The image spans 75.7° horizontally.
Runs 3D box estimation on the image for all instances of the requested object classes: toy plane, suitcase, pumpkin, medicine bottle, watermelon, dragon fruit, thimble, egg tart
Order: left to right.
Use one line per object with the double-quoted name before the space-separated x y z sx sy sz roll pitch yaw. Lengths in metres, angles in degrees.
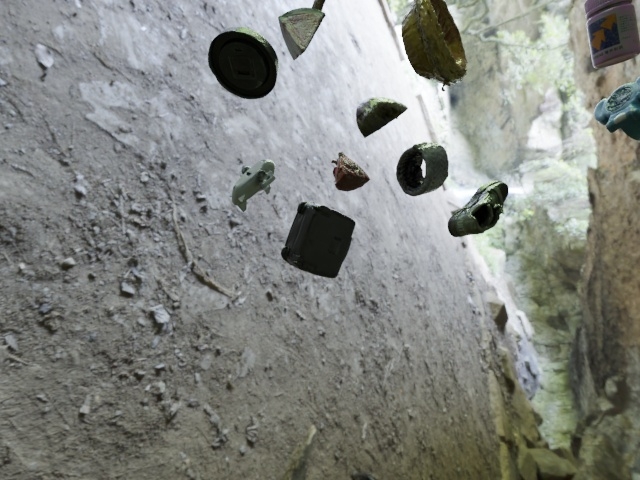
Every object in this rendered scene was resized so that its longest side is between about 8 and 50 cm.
"toy plane" -0.276 -0.237 1.713 0.117 0.244 0.245 52 34 -36
"watermelon" -0.057 -0.828 1.671 0.136 0.207 0.202 12 62 -67
"suitcase" 0.000 0.000 2.080 0.339 0.188 0.345 20 88 -38
"dragon fruit" 0.134 -0.385 2.304 0.262 0.134 0.212 4 58 -50
"pumpkin" 0.272 -0.584 1.816 0.148 0.169 0.312 53 39 -14
"thimble" 0.483 -0.338 1.942 0.157 0.217 0.246 -18 130 -32
"egg tart" 0.410 -0.735 1.513 0.387 0.168 0.388 24 59 -48
"medicine bottle" 1.278 -0.931 1.807 0.178 0.178 0.291 -21 99 -63

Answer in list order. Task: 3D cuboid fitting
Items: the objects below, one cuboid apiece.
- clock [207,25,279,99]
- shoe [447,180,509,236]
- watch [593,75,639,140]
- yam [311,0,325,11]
"clock" -0.293 -0.679 1.584 0.281 0.280 0.056 52 42 -38
"shoe" 0.575 -0.107 1.391 0.293 0.149 0.109 -38 107 -18
"watch" 1.068 -0.426 1.377 0.193 0.211 0.211 22 47 -11
"yam" -0.008 -1.246 2.168 0.066 0.066 0.300 6 106 -62
